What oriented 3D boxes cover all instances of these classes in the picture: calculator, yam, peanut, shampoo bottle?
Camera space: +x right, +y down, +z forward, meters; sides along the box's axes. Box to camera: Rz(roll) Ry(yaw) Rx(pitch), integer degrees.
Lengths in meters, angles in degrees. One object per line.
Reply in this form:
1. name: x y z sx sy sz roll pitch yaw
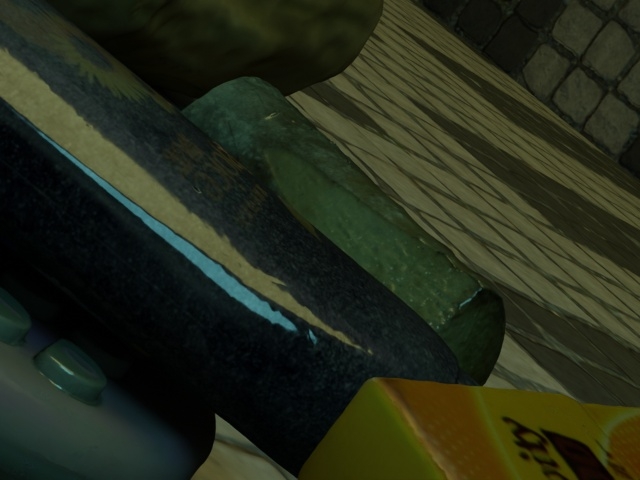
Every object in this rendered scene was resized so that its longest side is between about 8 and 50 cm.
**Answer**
1. calculator: -0.148 -0.034 0.504 0.299 0.041 0.185 38 10 0
2. yam: 0.000 0.000 0.780 0.068 0.068 0.169 24 15 -50
3. peanut: -0.090 -0.150 0.970 0.159 0.143 0.291 3 -4 33
4. shampoo bottle: -0.053 -0.013 0.490 0.233 0.049 0.087 40 12 -4

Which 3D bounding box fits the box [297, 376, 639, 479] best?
1. box: 0.129 0.105 0.475 0.269 0.043 0.152 9 34 -44
